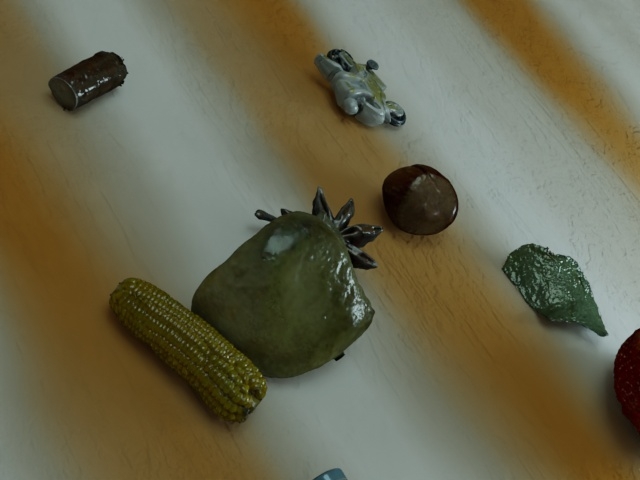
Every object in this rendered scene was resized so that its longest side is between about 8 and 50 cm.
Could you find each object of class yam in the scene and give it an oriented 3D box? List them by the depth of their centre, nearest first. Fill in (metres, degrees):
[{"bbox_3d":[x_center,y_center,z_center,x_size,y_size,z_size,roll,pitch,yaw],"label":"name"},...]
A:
[{"bbox_3d":[-0.434,-0.299,2.147,0.079,0.079,0.141,39,46,10],"label":"yam"}]

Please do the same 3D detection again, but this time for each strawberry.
[{"bbox_3d":[0.652,0.263,2.100,0.238,0.250,0.288,-31,40,-6],"label":"strawberry"}]

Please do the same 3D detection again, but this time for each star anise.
[{"bbox_3d":[-0.001,0.000,2.087,0.231,0.089,0.209,42,57,13],"label":"star anise"}]

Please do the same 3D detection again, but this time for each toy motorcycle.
[{"bbox_3d":[0.079,-0.313,2.413,0.229,0.074,0.151,47,41,4],"label":"toy motorcycle"}]

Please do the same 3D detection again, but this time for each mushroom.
[{"bbox_3d":[-0.032,0.087,1.888,0.292,0.212,0.217,-30,68,-33],"label":"mushroom"}]

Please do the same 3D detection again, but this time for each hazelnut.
[{"bbox_3d":[0.192,-0.077,2.231,0.154,0.143,0.143,21,45,-19],"label":"hazelnut"}]

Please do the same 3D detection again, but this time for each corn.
[{"bbox_3d":[-0.213,0.164,1.829,0.313,0.102,0.102,42,46,11],"label":"corn"}]

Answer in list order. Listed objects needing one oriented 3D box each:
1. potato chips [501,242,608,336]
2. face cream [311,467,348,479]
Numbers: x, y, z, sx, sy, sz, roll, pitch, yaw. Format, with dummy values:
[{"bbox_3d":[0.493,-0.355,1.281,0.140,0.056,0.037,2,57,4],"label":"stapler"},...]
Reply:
[{"bbox_3d":[0.468,0.100,2.255,0.228,0.059,0.167,23,55,-7],"label":"potato chips"},{"bbox_3d":[0.058,0.457,1.724,0.075,0.075,0.229,-15,59,-35],"label":"face cream"}]
